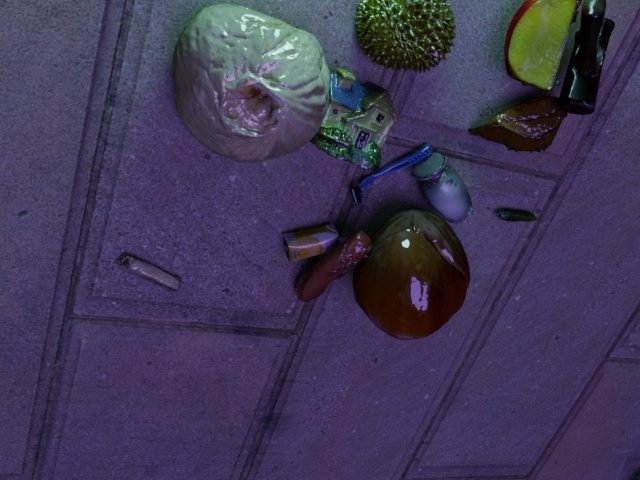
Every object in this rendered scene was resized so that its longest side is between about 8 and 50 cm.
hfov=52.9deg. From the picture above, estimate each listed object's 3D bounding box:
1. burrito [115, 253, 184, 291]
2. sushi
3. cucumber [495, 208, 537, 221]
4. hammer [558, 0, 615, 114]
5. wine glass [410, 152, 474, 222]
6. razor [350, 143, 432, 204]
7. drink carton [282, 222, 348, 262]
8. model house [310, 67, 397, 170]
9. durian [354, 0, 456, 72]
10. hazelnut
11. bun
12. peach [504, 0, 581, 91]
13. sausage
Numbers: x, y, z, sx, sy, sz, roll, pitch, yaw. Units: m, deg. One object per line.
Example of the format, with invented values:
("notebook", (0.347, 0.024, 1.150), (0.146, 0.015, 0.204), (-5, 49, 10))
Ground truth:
("burrito", (-0.447, 0.087, 1.691), (0.185, 0.041, 0.045), (33, 64, -33))
("sushi", (0.565, -0.304, 1.766), (0.287, 0.140, 0.149), (-23, 89, -6))
("cucumber", (0.596, -0.075, 1.977), (0.168, 0.039, 0.039), (3, 119, -25))
("hammer", (0.636, -0.475, 1.536), (0.409, 0.095, 0.242), (22, 82, -67))
("wine glass", (0.344, -0.144, 1.793), (0.111, 0.111, 0.204), (-38, 122, 6))
("razor", (0.191, -0.190, 1.751), (0.253, 0.042, 0.082), (-31, 148, -2))
("drink carton", (0.000, 0.000, 1.779), (0.200, 0.074, 0.084), (-13, 126, -14))
("model house", (0.068, -0.301, 1.552), (0.214, 0.195, 0.189), (18, 106, -28))
("durian", (0.202, -0.493, 1.490), (0.237, 0.176, 0.200), (5, 100, -11))
("hazelnut", (0.247, 0.093, 1.785), (0.315, 0.372, 0.372), (8, 127, 21))
("bun", (-0.156, -0.332, 1.386), (0.349, 0.227, 0.352), (-16, 113, 7))
("peach", (0.545, -0.520, 1.602), (0.154, 0.159, 0.267), (13, 113, 8))
("sausage", (0.022, 0.084, 1.776), (0.087, 0.079, 0.326), (-15, 159, -49))
